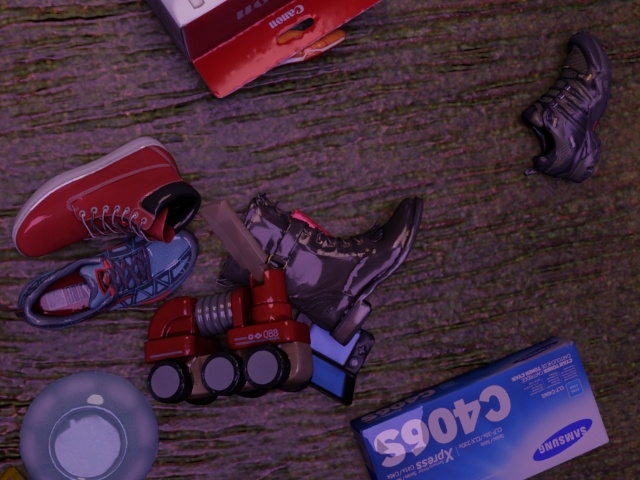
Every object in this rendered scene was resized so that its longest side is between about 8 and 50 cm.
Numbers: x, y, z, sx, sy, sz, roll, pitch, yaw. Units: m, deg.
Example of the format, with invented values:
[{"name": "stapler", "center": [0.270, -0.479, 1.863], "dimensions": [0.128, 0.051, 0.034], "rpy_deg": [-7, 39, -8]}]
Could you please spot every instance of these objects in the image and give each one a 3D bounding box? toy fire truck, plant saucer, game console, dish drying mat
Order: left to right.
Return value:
[{"name": "plant saucer", "center": [-0.324, 0.282, 1.286], "dimensions": [0.194, 0.037, 0.195], "rpy_deg": [0, 90, -9]}, {"name": "toy fire truck", "center": [-0.136, 0.088, 1.240], "dimensions": [0.216, 0.158, 0.247], "rpy_deg": [-11, 75, 18]}, {"name": "dish drying mat", "center": [-0.012, -0.010, 1.351], "dimensions": [0.083, 0.008, 0.032], "rpy_deg": [38, 86, -8]}, {"name": "game console", "center": [0.011, 0.161, 1.324], "dimensions": [0.122, 0.071, 0.107], "rpy_deg": [30, 86, -9]}]

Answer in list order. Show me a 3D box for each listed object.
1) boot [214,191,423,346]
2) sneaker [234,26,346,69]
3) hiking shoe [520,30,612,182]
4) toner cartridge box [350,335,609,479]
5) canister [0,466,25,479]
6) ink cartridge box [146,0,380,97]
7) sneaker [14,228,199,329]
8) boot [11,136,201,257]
[{"name": "boot", "center": [0.000, 0.000, 1.307], "dimensions": [0.229, 0.091, 0.263], "rpy_deg": [33, 83, 1]}, {"name": "sneaker", "center": [-0.048, -0.282, 1.314], "dimensions": [0.175, 0.064, 0.068], "rpy_deg": [-15, 96, -9]}, {"name": "hiking shoe", "center": [0.363, -0.203, 1.373], "dimensions": [0.114, 0.086, 0.227], "rpy_deg": [4, 90, -13]}, {"name": "toner cartridge box", "center": [0.236, 0.283, 1.361], "dimensions": [0.347, 0.075, 0.165], "rpy_deg": [-22, 95, -9]}, {"name": "canister", "center": [-0.390, 0.395, 1.232], "dimensions": [0.073, 0.126, 0.170], "rpy_deg": [-40, 95, -7]}, {"name": "ink cartridge box", "center": [-0.090, -0.393, 1.247], "dimensions": [0.309, 0.130, 0.272], "rpy_deg": [-34, 83, -8]}, {"name": "sneaker", "center": [-0.283, 0.060, 1.246], "dimensions": [0.261, 0.125, 0.104], "rpy_deg": [-25, 95, -8]}, {"name": "boot", "center": [-0.285, -0.026, 1.218], "dimensions": [0.244, 0.176, 0.088], "rpy_deg": [-32, 136, -8]}]
